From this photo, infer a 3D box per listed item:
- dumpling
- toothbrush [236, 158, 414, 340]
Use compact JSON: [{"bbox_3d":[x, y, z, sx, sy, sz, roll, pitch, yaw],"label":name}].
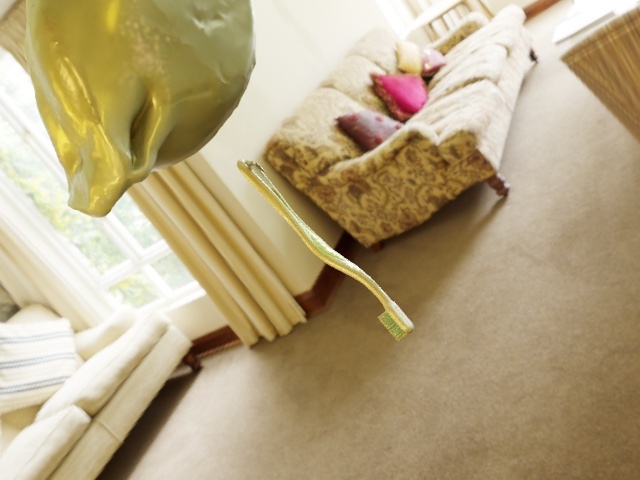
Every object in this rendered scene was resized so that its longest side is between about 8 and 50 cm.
[{"bbox_3d":[-0.173,-0.184,0.654,0.320,0.212,0.270,-48,-21,-29],"label":"dumpling"},{"bbox_3d":[0.000,0.000,0.657,0.022,0.263,0.026,-17,-31,-55],"label":"toothbrush"}]
